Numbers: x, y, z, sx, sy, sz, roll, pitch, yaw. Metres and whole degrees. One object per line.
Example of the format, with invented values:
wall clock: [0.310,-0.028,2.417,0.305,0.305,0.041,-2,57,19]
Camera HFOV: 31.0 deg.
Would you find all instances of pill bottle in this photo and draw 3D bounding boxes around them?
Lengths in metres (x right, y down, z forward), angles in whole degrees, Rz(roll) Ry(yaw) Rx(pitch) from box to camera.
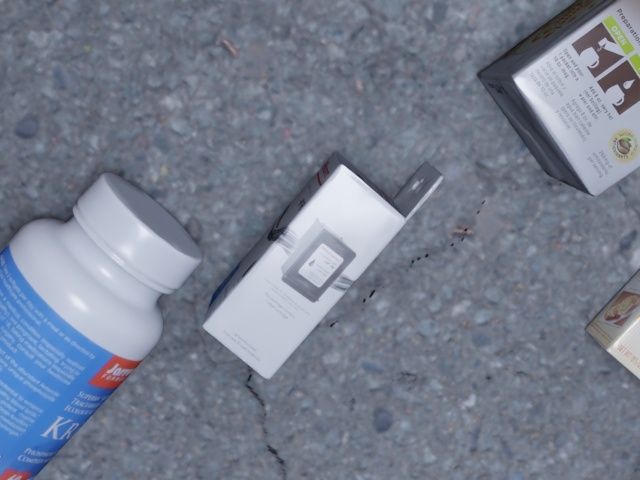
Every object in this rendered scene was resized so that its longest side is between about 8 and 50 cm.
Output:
pill bottle: [-0.188,0.064,0.794,0.124,0.124,0.221,42,97,-8]

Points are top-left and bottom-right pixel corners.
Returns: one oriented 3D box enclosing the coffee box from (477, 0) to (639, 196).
coffee box: [0.240,-0.145,0.765,0.246,0.141,0.098,-36,99,5]

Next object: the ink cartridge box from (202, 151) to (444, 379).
ink cartridge box: [0.000,0.000,0.801,0.060,0.104,0.180,40,96,-7]

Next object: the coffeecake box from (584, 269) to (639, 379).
coffeecake box: [0.313,0.049,0.839,0.142,0.068,0.185,40,96,-7]
